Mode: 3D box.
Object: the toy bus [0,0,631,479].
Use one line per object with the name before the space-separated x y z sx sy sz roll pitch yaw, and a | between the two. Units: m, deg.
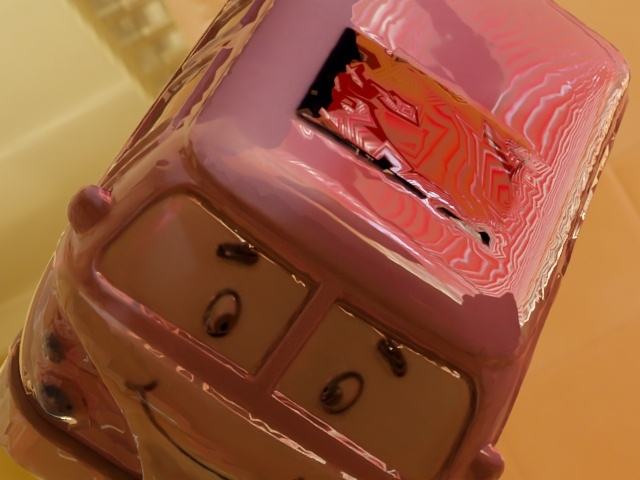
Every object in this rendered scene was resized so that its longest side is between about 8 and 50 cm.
toy bus | 0.000 0.000 0.602 0.142 0.142 0.202 -49 9 43
